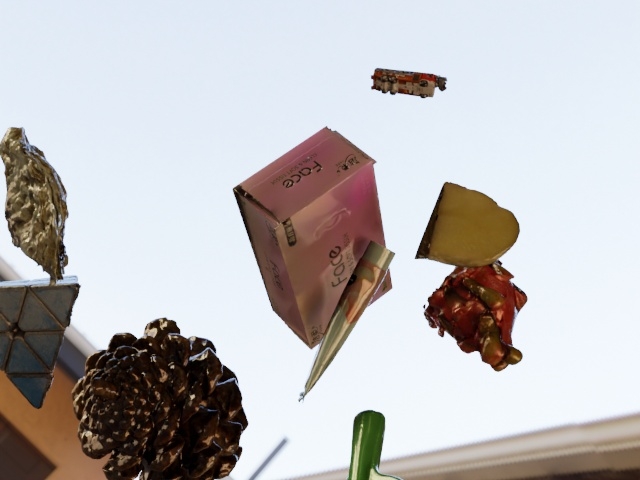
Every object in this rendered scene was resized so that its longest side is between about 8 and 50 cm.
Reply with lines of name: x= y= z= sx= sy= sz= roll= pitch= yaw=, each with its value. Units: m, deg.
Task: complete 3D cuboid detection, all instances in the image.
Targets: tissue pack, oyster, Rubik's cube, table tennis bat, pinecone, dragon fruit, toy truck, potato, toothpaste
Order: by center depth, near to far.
table tennis bat: x=0.042 y=0.290 z=1.074 sx=0.160 sy=0.257 sz=0.039 roll=-27 pitch=-58 yaw=29
oyster: x=-0.309 y=-0.035 z=1.086 sx=0.177 sy=0.064 sz=0.125 roll=58 pitch=-37 yaw=39
toy truck: x=0.098 y=-0.175 z=1.098 sx=0.083 sy=0.032 sz=0.024 roll=9 pitch=-45 yaw=12
potato: x=0.170 y=-0.003 z=1.139 sx=0.103 sy=0.096 sz=0.066 roll=21 pitch=-20 yaw=10
toothpaste: x=0.026 y=0.097 z=1.168 sx=0.036 sy=0.205 sz=0.056 roll=28 pitch=0 yaw=2
tissue pack: x=0.000 y=0.000 z=1.212 sx=0.092 sy=0.148 sz=0.246 roll=40 pitch=-23 yaw=36
Rubik's cube: x=-0.428 y=0.119 z=1.325 sx=0.178 sy=0.190 sz=0.211 roll=13 pitch=-7 yaw=-13
dragon fruit: x=0.212 y=0.097 z=1.340 sx=0.207 sy=0.150 sz=0.133 roll=-118 pitch=-140 yaw=-49
pinecone: x=-0.216 y=0.251 z=1.425 sx=0.244 sy=0.244 sz=0.309 roll=26 pitch=-17 yaw=32
